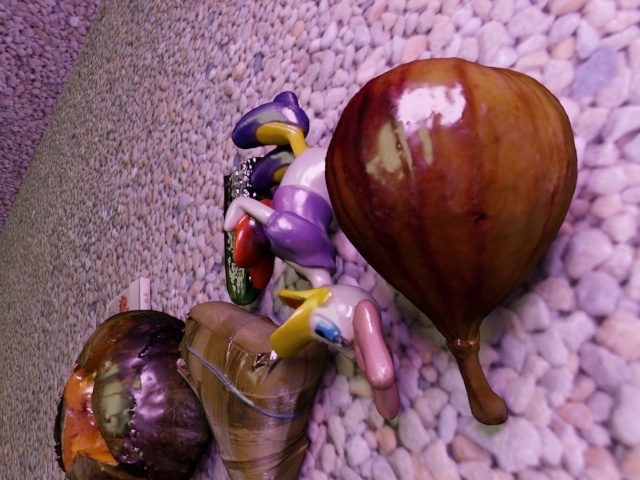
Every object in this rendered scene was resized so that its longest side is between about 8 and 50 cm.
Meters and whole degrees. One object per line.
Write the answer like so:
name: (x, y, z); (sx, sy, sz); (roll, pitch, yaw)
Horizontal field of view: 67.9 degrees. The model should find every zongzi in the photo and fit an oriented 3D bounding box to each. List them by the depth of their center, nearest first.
zongzi: (-0.120, 0.234, 0.653); (0.251, 0.125, 0.274); (15, 96, 47)

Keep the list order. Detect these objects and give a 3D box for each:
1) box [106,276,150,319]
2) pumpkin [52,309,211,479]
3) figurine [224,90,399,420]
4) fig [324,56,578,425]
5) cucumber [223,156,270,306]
box: (-0.444, 0.169, 1.090); (0.198, 0.029, 0.109); (-32, 58, 39)
pumpkin: (-0.304, 0.269, 0.788); (0.321, 0.192, 0.319); (-12, 73, 46)
figurine: (-0.005, -0.003, 0.577); (0.194, 0.154, 0.420); (-12, 57, 6)
fig: (0.126, 0.011, 0.416); (0.217, 0.217, 0.320); (-14, 90, 45)
cucumber: (-0.116, -0.017, 0.750); (0.075, 0.075, 0.241); (-17, 69, 44)
